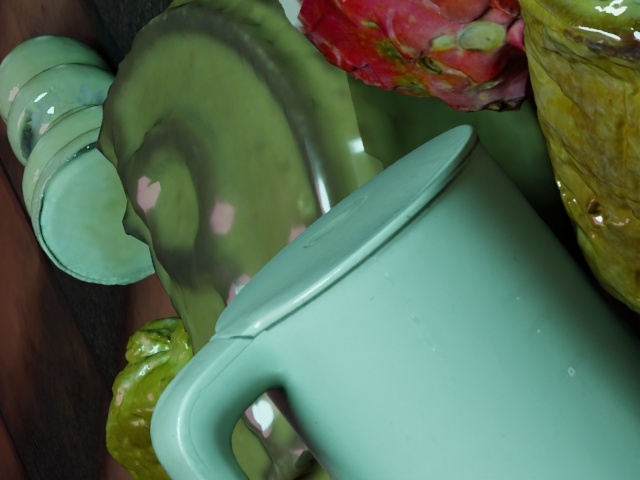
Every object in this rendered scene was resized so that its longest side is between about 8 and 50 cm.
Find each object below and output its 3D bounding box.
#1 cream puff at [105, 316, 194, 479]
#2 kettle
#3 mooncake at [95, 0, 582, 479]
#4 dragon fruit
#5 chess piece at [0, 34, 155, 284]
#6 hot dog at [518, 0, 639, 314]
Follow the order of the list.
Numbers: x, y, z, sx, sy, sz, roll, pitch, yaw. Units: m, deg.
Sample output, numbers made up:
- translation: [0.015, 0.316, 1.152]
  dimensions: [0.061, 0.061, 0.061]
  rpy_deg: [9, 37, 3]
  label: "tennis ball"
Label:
- translation: [-0.079, 0.166, 1.717]
  dimensions: [0.244, 0.244, 0.196]
  rpy_deg: [125, 158, -60]
  label: "cream puff"
- translation: [0.085, 0.129, 1.126]
  dimensions: [0.318, 0.265, 0.205]
  rpy_deg: [52, -179, -9]
  label: "kettle"
- translation: [0.000, 0.000, 1.409]
  dimensions: [0.394, 0.246, 0.393]
  rpy_deg: [33, 127, 53]
  label: "mooncake"
- translation: [0.055, -0.188, 1.187]
  dimensions: [0.163, 0.189, 0.262]
  rpy_deg: [-50, -62, -74]
  label: "dragon fruit"
- translation: [-0.247, -0.110, 1.994]
  dimensions: [0.330, 0.182, 0.182]
  rpy_deg: [-126, 31, -52]
  label: "chess piece"
- translation: [0.189, -0.068, 0.994]
  dimensions: [0.196, 0.122, 0.272]
  rpy_deg: [25, 154, 33]
  label: "hot dog"
